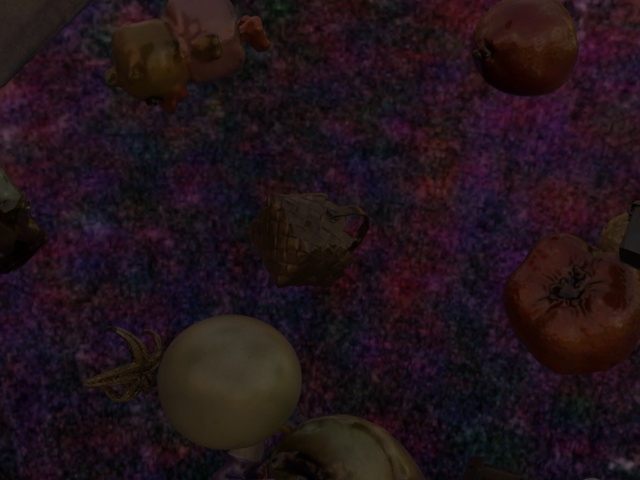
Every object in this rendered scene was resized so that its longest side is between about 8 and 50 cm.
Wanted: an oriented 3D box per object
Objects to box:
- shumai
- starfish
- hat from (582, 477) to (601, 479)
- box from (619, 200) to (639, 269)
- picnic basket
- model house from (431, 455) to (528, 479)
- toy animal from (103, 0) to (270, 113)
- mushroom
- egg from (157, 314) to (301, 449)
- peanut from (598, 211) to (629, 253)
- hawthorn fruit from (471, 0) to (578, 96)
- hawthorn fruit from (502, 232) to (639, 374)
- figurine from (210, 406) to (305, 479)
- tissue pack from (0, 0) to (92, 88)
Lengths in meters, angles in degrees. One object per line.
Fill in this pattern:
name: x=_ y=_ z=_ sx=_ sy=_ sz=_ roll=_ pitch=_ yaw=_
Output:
shumai: x=-0.533 y=-0.064 z=1.297 sx=0.263 sy=0.309 sz=0.304 roll=7 pitch=57 yaw=15
starfish: x=-0.372 y=0.236 z=1.642 sx=0.074 sy=0.147 sz=0.190 roll=10 pitch=8 yaw=27
hat: x=0.555 y=0.511 z=1.447 sx=0.257 sy=0.168 sz=0.301 roll=-12 pitch=43 yaw=-33
box: x=0.447 y=0.007 z=1.110 sx=0.122 sy=0.084 sz=0.069 roll=23 pitch=81 yaw=27
picnic basket: x=0.000 y=0.000 z=1.264 sx=0.178 sy=0.128 sz=0.138 roll=1 pitch=49 yaw=-45
model house: x=0.256 y=0.489 z=1.536 sx=0.243 sy=0.211 sz=0.205 roll=0 pitch=61 yaw=53
toy animal: x=-0.240 y=-0.328 z=1.478 sx=0.281 sy=0.169 sz=0.195 roll=-33 pitch=20 yaw=-5
mushroom: x=0.036 y=0.419 z=1.427 sx=0.292 sy=0.217 sz=0.212 roll=-37 pitch=50 yaw=9
egg: x=-0.147 y=0.228 z=1.389 sx=0.219 sy=0.219 sz=0.269 roll=-19 pitch=6 yaw=-33
peanut: x=0.537 y=-0.027 z=1.347 sx=0.214 sy=0.099 sz=0.100 roll=-30 pitch=30 yaw=12
hawthorn fruit: x=0.329 y=-0.316 z=1.409 sx=0.188 sy=0.169 sz=0.169 roll=-17 pitch=37 yaw=-39
hawthorn fruit: x=0.387 y=0.111 z=1.280 sx=0.207 sy=0.243 sz=0.208 roll=-11 pitch=59 yaw=19
figurine: x=-0.195 y=0.499 z=1.842 sx=0.421 sy=0.193 sz=0.154 roll=-51 pitch=15 yaw=-14
tissue pack: x=-0.440 y=-0.371 z=1.082 sx=0.394 sy=0.288 sz=0.124 roll=-46 pitch=43 yaw=-5
